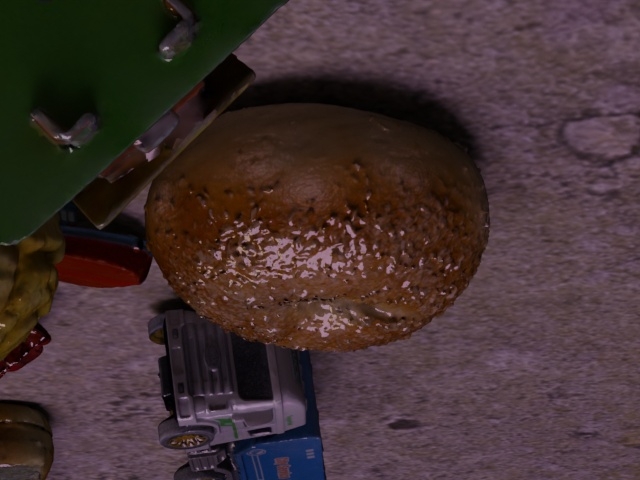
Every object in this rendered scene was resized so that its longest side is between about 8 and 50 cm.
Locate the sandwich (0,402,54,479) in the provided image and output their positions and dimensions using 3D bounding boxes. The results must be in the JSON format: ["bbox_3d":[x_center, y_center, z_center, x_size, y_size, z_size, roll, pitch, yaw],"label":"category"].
[{"bbox_3d":[-0.469,0.287,2.003,0.271,0.099,0.301,4,151,-13],"label":"sandwich"}]

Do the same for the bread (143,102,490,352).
[{"bbox_3d":[0.000,0.000,1.407,0.305,0.159,0.305,-1,152,-1],"label":"bread"}]

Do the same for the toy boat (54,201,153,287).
[{"bbox_3d":[-0.220,0.003,1.509,0.173,0.059,0.069,14,150,-42],"label":"toy boat"}]

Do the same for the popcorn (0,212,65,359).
[{"bbox_3d":[-0.343,0.003,1.327,0.258,0.224,0.270,22,151,-26],"label":"popcorn"}]

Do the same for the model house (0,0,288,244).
[{"bbox_3d":[-0.179,-0.198,1.056,0.300,0.340,0.323,-43,178,-4],"label":"model house"}]

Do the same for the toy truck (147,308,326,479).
[{"bbox_3d":[-0.089,0.189,1.794,0.175,0.146,0.367,-10,156,-2],"label":"toy truck"}]

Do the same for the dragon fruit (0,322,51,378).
[{"bbox_3d":[-0.358,0.099,1.679,0.161,0.120,0.127,-37,100,11],"label":"dragon fruit"}]
